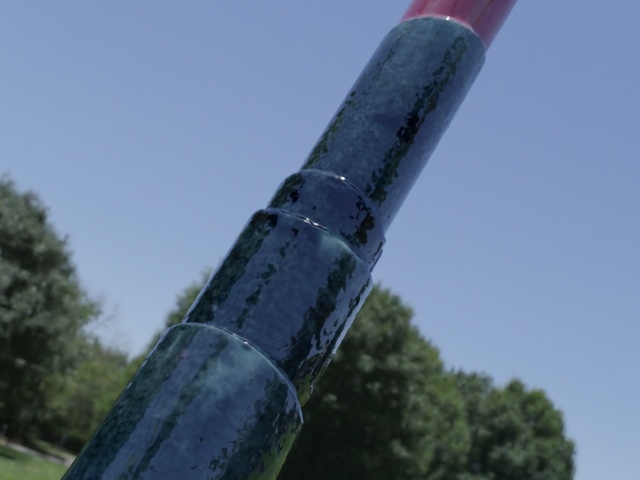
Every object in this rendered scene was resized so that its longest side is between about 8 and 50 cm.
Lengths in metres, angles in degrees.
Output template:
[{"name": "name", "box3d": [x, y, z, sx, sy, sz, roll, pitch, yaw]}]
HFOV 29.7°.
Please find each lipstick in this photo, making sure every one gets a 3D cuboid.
[{"name": "lipstick", "box3d": [0.000, 0.000, 0.359, 0.053, 0.234, 0.053, 28, -19, 11]}]
